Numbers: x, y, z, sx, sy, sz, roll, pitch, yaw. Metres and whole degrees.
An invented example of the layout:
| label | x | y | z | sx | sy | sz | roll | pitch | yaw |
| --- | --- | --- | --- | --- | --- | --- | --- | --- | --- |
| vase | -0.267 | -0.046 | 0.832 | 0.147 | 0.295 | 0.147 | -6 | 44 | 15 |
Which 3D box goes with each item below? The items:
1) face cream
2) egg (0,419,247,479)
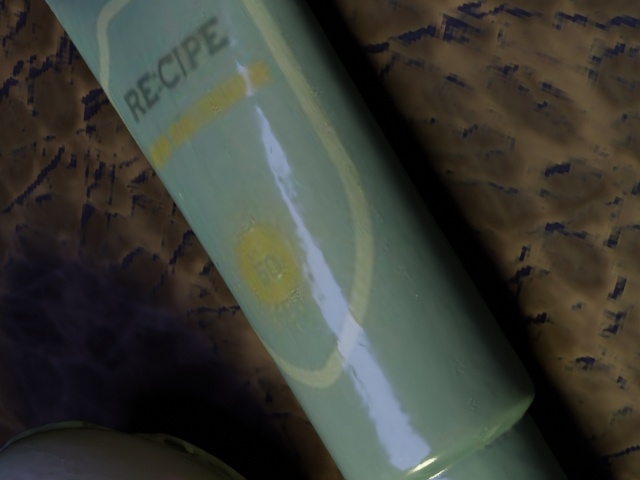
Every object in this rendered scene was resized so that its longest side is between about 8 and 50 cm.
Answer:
| label | x | y | z | sx | sy | sz | roll | pitch | yaw |
| --- | --- | --- | --- | --- | --- | --- | --- | --- | --- |
| face cream | 0.000 | 0.000 | 0.825 | 0.135 | 0.086 | 0.385 | -35 | 85 | 44 |
| egg | -0.088 | 0.186 | 0.925 | 0.217 | 0.183 | 0.183 | 51 | 134 | 8 |
